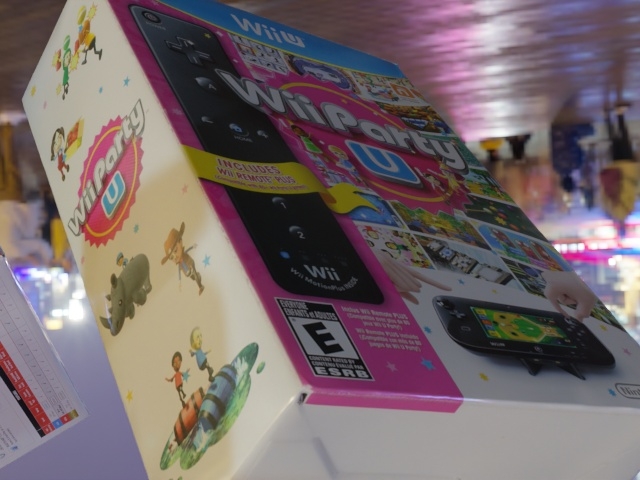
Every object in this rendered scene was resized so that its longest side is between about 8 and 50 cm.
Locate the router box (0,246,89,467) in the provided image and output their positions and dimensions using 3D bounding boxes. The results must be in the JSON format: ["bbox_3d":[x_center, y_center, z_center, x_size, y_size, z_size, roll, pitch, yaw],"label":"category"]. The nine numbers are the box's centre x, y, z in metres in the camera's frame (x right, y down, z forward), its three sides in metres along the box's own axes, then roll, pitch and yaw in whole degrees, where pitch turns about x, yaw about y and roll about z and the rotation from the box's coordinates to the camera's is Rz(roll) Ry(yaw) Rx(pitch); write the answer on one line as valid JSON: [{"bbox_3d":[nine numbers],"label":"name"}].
[{"bbox_3d":[-0.413,0.150,1.014,0.301,0.082,0.335,-30,149,-17],"label":"router box"}]

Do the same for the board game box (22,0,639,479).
[{"bbox_3d":[0.000,0.000,0.512,0.224,0.097,0.303,11,-147,-37],"label":"board game box"}]
